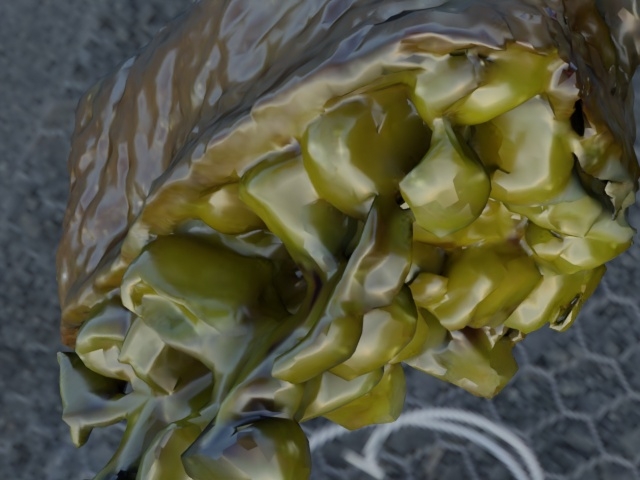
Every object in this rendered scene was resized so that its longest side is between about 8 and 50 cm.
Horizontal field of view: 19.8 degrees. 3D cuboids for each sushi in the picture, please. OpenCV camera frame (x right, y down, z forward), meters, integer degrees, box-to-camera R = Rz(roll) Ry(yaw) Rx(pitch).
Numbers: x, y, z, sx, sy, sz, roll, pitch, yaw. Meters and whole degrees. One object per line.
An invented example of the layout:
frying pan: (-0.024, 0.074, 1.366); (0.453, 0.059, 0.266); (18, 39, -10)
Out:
sushi: (0.000, -0.001, 0.559); (0.296, 0.167, 0.179); (-22, 70, 52)
